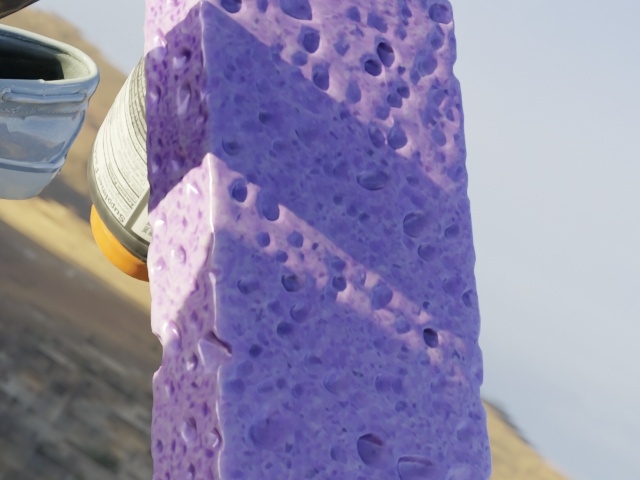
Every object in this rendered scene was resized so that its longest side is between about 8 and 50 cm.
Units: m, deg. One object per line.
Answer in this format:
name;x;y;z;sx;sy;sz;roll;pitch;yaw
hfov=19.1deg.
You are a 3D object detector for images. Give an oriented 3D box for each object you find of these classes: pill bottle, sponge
pill bottle;-0.069;-0.065;1.205;0.130;0.130;0.246;34;-38;-5
sponge;0.000;0.000;0.568;0.031;0.210;0.117;-25;-32;39

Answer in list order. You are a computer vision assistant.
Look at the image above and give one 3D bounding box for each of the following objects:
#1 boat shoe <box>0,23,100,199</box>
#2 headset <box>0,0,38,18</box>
boat shoe;-0.188;-0.080;0.793;0.227;0.081;0.079;14;27;-47
headset;-0.117;-0.165;0.340;0.394;0.243;0.185;123;-45;-62
